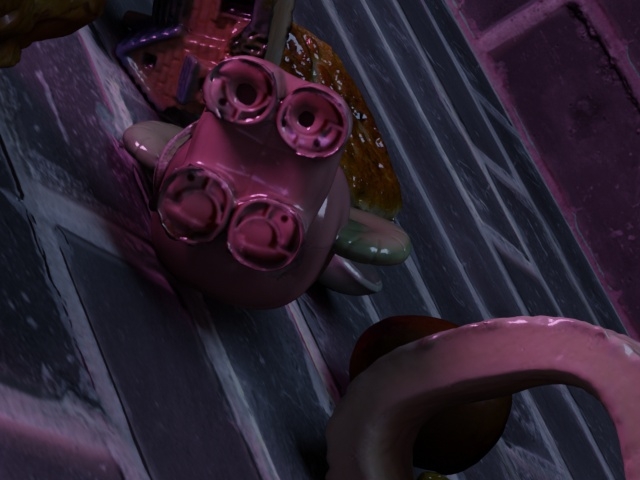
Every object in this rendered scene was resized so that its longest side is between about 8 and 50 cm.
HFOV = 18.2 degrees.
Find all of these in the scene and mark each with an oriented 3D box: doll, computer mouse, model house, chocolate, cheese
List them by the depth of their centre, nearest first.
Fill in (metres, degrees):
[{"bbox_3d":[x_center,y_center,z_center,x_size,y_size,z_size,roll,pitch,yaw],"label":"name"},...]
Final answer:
[{"bbox_3d":[0.174,0.219,1.782,0.153,0.332,0.292,15,70,-68],"label":"cheese"},{"bbox_3d":[-0.047,-0.053,1.786,0.284,0.216,0.268,25,9,3],"label":"doll"},{"bbox_3d":[0.107,0.143,1.997,0.177,0.176,0.177,51,16,-20],"label":"chocolate"},{"bbox_3d":[-0.121,-0.222,2.022,0.172,0.183,0.166,18,18,4],"label":"model house"},{"bbox_3d":[0.000,0.000,2.149,0.089,0.056,0.182,37,19,-50],"label":"computer mouse"}]

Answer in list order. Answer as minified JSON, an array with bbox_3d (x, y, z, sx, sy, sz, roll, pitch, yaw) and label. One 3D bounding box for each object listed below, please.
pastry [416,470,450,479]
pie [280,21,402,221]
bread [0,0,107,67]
[{"bbox_3d":[0.113,0.273,1.932,0.097,0.057,0.109,51,15,-16],"label":"pastry"},{"bbox_3d":[-0.012,-0.150,2.370,0.315,0.092,0.315,51,17,-23],"label":"pie"},{"bbox_3d":[-0.287,-0.223,1.522,0.344,0.148,0.195,-25,94,-76],"label":"bread"}]
